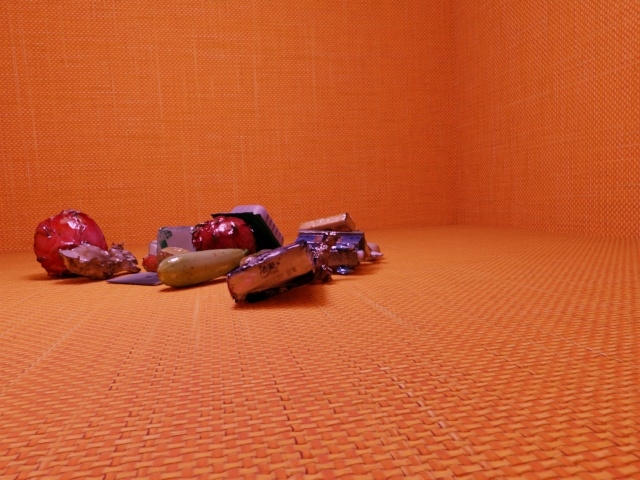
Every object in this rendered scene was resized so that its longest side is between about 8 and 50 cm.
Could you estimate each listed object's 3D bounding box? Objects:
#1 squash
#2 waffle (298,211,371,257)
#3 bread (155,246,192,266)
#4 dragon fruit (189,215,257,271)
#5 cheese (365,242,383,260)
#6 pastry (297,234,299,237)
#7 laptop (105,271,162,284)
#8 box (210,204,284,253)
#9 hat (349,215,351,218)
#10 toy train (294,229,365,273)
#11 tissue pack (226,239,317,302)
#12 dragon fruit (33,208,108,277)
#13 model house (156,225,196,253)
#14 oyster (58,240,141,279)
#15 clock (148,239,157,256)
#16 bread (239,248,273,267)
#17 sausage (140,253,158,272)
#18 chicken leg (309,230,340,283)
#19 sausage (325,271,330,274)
[{"bbox_3d":[-0.405,0.090,1.711,0.118,0.118,0.371,2,8,42],"label":"squash"},{"bbox_3d":[0.061,0.000,1.960,0.221,0.248,0.055,-12,44,28],"label":"waffle"},{"bbox_3d":[-0.545,0.081,1.852,0.156,0.086,0.125,19,20,27],"label":"bread"},{"bbox_3d":[-0.376,0.011,1.949,0.244,0.244,0.299,1,-6,38],"label":"dragon fruit"},{"bbox_3d":[0.217,0.052,2.107,0.163,0.070,0.249,-8,6,-37],"label":"cheese"},{"bbox_3d":[-0.042,0.028,2.361,0.154,0.102,0.250,0,7,1],"label":"pastry"},{"bbox_3d":[-0.657,0.145,1.836,0.269,0.015,0.188,0,6,28],"label":"laptop"},{"bbox_3d":[-0.284,-0.040,2.121,0.264,0.336,0.106,0,48,29],"label":"box"},{"bbox_3d":[0.085,-0.014,2.211,0.203,0.126,0.203,-31,-10,-6],"label":"hat"},{"bbox_3d":[0.027,0.045,1.821,0.300,0.131,0.202,2,19,14],"label":"toy train"},{"bbox_3d":[-0.135,0.090,1.424,0.245,0.123,0.332,-24,2,1],"label":"tissue pack"},{"bbox_3d":[-1.080,0.024,2.073,0.296,0.301,0.295,-20,15,6],"label":"dragon fruit"},{"bbox_3d":[-0.530,0.029,2.174,0.267,0.194,0.325,0,3,36],"label":"model house"},{"bbox_3d":[-0.893,0.079,1.966,0.198,0.133,0.337,34,16,25],"label":"oyster"},{"bbox_3d":[-0.718,0.045,2.510,0.324,0.108,0.265,-3,4,-13],"label":"clock"},{"bbox_3d":[-0.232,0.089,1.845,0.087,0.098,0.269,-41,-3,12],"label":"bread"},{"bbox_3d":[-0.644,0.105,1.994,0.264,0.083,0.083,3,7,42],"label":"sausage"},{"bbox_3d":[-0.002,0.063,1.627,0.125,0.196,0.080,-10,-40,34],"label":"chicken leg"},{"bbox_3d":[-0.036,0.120,1.674,0.147,0.035,0.030,-1,31,-1],"label":"sausage"}]
